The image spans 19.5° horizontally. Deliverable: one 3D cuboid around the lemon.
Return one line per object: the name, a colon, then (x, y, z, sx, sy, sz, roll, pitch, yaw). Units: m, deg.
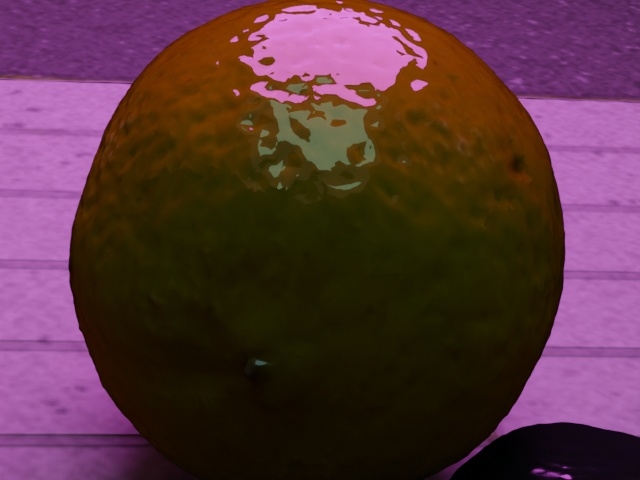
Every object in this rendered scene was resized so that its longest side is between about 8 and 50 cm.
lemon: (0.000, 0.000, 0.672, 0.178, 0.178, 0.203, 9, 30, 3)

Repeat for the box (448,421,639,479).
box: (0.121, 0.131, 0.597, 0.213, 0.042, 0.201, 17, 28, 17)
